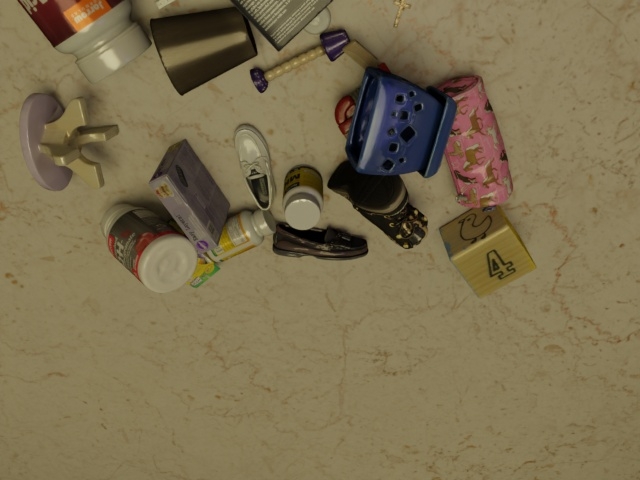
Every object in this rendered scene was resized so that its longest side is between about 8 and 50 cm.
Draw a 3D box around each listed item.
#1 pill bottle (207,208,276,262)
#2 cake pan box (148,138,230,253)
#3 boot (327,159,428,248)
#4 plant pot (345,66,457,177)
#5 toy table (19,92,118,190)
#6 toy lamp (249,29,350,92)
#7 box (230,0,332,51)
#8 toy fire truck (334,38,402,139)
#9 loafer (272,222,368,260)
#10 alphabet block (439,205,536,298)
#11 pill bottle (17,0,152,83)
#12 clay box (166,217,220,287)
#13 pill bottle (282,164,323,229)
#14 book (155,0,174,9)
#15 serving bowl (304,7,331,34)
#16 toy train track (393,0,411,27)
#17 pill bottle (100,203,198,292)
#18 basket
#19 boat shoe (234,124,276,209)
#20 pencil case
[{"bbox_3d":[-0.247,-0.022,1.891,0.209,0.117,0.117,-24,119,14],"label":"pill bottle"},{"bbox_3d":[-0.360,-0.125,1.754,0.070,0.245,0.266,-22,120,17],"label":"cake pan box"},{"bbox_3d":[0.199,-0.089,1.732,0.284,0.377,0.138,38,84,-26],"label":"boot"},{"bbox_3d":[0.199,-0.285,1.527,0.212,0.236,0.235,10,110,-10],"label":"plant pot"},{"bbox_3d":[-0.689,-0.263,1.686,0.161,0.252,0.274,6,131,15],"label":"toy table"},{"bbox_3d":[-0.051,-0.480,1.639,0.275,0.080,0.080,-20,120,14],"label":"toy lamp"},{"bbox_3d":[-0.130,-0.633,1.416,0.183,0.296,0.294,-38,114,21],"label":"box"},{"bbox_3d":[0.117,-0.400,1.665,0.217,0.158,0.246,-32,97,12],"label":"toy fire truck"},{"bbox_3d":[0.000,0.000,1.918,0.303,0.109,0.095,2,117,2],"label":"loafer"},{"bbox_3d":[0.508,0.023,1.886,0.197,0.192,0.193,-33,118,17],"label":"alphabet block"},{"bbox_3d":[-0.600,-0.593,1.475,0.224,0.224,0.392,-26,118,15],"label":"pill bottle"},{"bbox_3d":[-0.437,0.045,1.968,0.127,0.053,0.222,-37,116,20],"label":"clay box"},{"bbox_3d":[-0.050,-0.124,1.777,0.119,0.208,0.119,0,121,-1],"label":"pill bottle"},{"bbox_3d":[-0.337,-0.627,1.531,0.144,0.096,0.035,-23,119,13],"label":"book"},{"bbox_3d":[-0.014,-0.577,1.606,0.084,0.027,0.083,-1,122,-1],"label":"serving bowl"},{"bbox_3d":[0.208,-0.595,1.605,0.048,0.014,0.083,12,121,-8],"label":"toy train track"},{"bbox_3d":[-0.509,0.008,1.787,0.176,0.319,0.176,-24,128,-34],"label":"pill bottle"},{"bbox_3d":[-0.288,-0.502,1.583,0.227,0.154,0.204,-16,121,5],"label":"basket"},{"bbox_3d":[-0.185,-0.209,1.796,0.095,0.084,0.258,-16,120,9],"label":"boat shoe"},{"bbox_3d":[0.418,-0.270,1.727,0.160,0.167,0.386,0,128,38],"label":"pencil case"}]
